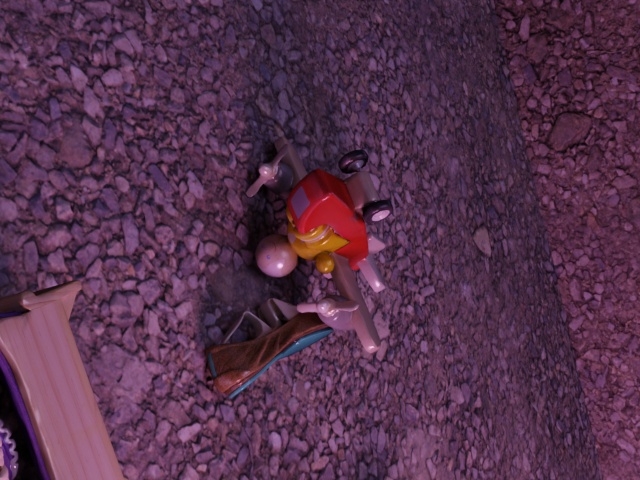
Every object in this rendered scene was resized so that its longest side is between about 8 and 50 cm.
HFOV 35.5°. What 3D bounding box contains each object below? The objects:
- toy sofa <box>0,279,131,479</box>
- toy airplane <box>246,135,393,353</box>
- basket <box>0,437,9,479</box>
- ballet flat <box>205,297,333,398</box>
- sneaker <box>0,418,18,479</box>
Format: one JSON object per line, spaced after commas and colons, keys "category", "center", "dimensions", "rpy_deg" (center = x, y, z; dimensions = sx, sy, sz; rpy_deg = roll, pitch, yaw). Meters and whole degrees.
{"category": "toy sofa", "center": [-0.396, 0.252, 1.428], "dimensions": [0.177, 0.150, 0.363], "rpy_deg": [-27, 100, -57]}
{"category": "toy airplane", "center": [0.000, 0.000, 2.004], "dimensions": [0.386, 0.272, 0.385], "rpy_deg": [-124, -167, -67]}
{"category": "basket", "center": [-0.558, 0.237, 1.068], "dimensions": [0.328, 0.331, 0.267], "rpy_deg": [-26, 101, -53]}
{"category": "ballet flat", "center": [-0.101, 0.183, 1.912], "dimensions": [0.342, 0.116, 0.124], "rpy_deg": [-27, 80, -50]}
{"category": "sneaker", "center": [-0.503, 0.245, 1.349], "dimensions": [0.104, 0.095, 0.236], "rpy_deg": [-40, 105, -45]}
